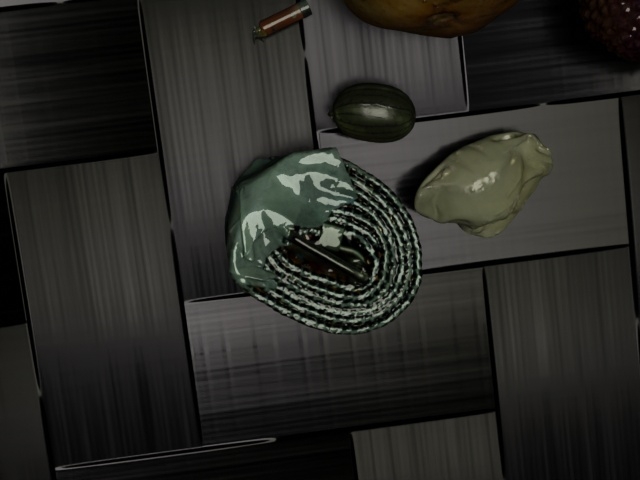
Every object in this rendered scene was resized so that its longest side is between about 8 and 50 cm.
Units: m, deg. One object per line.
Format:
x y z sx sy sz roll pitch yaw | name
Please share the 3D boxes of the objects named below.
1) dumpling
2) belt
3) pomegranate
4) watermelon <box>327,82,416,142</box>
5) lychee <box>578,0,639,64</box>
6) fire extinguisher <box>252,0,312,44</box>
0.208 -0.059 1.442 0.169 0.100 0.134 -40 136 -16 | dumpling
0.000 0.000 1.402 0.257 0.150 0.207 31 87 -7 | belt
0.126 -0.366 1.301 0.281 0.281 0.281 0 98 -3 | pomegranate
0.065 -0.161 1.418 0.110 0.078 0.078 8 97 -2 | watermelon
0.421 -0.298 1.360 0.188 0.188 0.188 0 98 -3 | lychee
-0.051 -0.275 1.426 0.083 0.022 0.028 -27 129 1 | fire extinguisher
